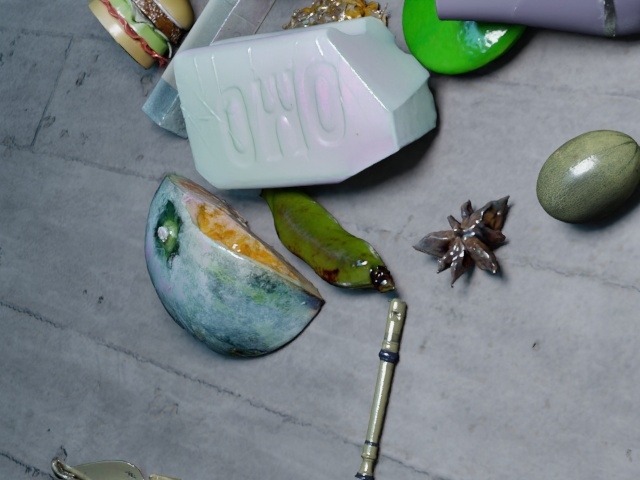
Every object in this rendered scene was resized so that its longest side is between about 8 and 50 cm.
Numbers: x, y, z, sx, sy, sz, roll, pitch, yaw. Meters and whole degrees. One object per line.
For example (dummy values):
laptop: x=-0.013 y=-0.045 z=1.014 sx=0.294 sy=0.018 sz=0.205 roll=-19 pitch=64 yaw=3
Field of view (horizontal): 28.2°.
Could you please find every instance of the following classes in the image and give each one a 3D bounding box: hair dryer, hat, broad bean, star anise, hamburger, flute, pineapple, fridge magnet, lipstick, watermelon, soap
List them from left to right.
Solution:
hat: x=-0.327 y=0.396 z=1.864 sx=0.175 sy=0.085 sz=0.147 roll=-10 pitch=52 yaw=15
hamburger: x=-0.284 y=-0.377 z=2.078 sx=0.137 sy=0.175 sz=0.175 roll=-44 pitch=48 yaw=4
watermelon: x=-0.172 y=0.045 z=1.786 sx=0.322 sy=0.175 sz=0.188 roll=37 pitch=98 yaw=45
lipstick: x=-0.162 y=-0.314 z=2.006 sx=0.317 sy=0.066 sz=0.068 roll=-56 pitch=46 yaw=9
soap: x=-0.021 y=-0.182 z=1.729 sx=0.347 sy=0.115 sz=0.208 roll=-1 pitch=107 yaw=37
broad bean: x=0.000 y=0.000 z=1.729 sx=0.077 sy=0.061 sz=0.339 roll=-53 pitch=47 yaw=2
pineapple: x=0.002 y=-0.271 z=1.835 sx=0.225 sy=0.076 sz=0.224 roll=-17 pitch=62 yaw=34
flute: x=0.078 y=0.186 z=1.606 sx=0.027 sy=0.027 sz=0.233 roll=-1 pitch=72 yaw=42
star anise: x=0.170 y=0.002 z=1.576 sx=0.129 sy=0.056 sz=0.124 roll=-8 pitch=56 yaw=37
fridge magnet: x=0.197 y=-0.312 z=1.664 sx=0.208 sy=0.088 sz=0.208 roll=-19 pitch=60 yaw=36
hair dryer: x=0.308 y=-0.396 z=1.576 sx=0.301 sy=0.121 sz=0.361 roll=1 pitch=54 yaw=17

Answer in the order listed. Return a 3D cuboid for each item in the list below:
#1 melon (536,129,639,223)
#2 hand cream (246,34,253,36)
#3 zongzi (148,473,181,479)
melon: x=0.308 y=-0.073 z=1.458 sx=0.131 sy=0.098 sz=0.098 roll=-31 pitch=54 yaw=24
hand cream: x=-0.097 y=-0.194 z=1.915 sx=0.080 sy=0.050 sz=0.234 roll=-12 pitch=73 yaw=38
zongzi: x=-0.179 y=0.404 z=1.640 sx=0.081 sy=0.178 sz=0.189 roll=25 pitch=90 yaw=63
